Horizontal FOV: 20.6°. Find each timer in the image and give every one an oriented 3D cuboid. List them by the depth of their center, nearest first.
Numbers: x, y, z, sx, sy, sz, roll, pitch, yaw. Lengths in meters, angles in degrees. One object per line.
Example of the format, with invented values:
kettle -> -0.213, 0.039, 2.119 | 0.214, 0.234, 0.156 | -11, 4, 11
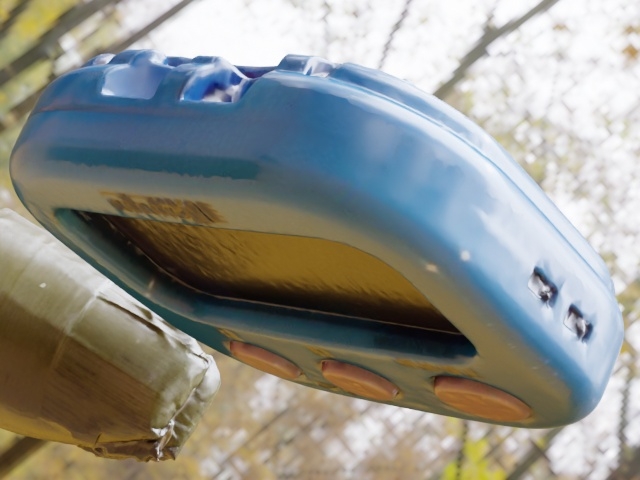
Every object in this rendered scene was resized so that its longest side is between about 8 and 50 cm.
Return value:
timer -> 0.000, 0.000, 1.047 | 0.340, 0.115, 0.309 | 7, -24, 41

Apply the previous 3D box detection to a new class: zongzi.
zongzi -> -0.207, 0.103, 1.382 | 0.273, 0.145, 0.300 | 28, -21, 12
